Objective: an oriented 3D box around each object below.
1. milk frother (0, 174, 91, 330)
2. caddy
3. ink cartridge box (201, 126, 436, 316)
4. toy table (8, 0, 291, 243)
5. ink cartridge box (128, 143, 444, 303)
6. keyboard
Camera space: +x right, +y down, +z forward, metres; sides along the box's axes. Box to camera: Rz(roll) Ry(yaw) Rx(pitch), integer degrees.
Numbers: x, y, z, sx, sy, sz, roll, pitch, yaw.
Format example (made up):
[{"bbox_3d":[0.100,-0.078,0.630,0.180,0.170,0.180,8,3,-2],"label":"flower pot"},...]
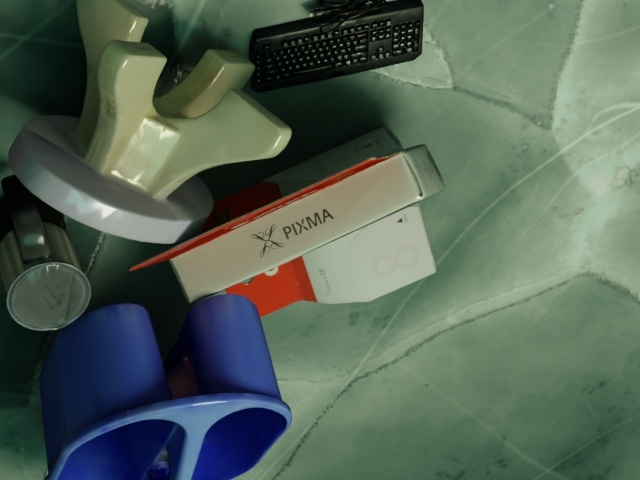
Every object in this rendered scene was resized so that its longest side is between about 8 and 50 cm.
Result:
[{"bbox_3d":[-0.320,0.019,1.553,0.143,0.135,0.129,-30,130,0],"label":"milk frother"},{"bbox_3d":[-0.170,0.194,1.645,0.241,0.179,0.341,-5,156,-21],"label":"caddy"},{"bbox_3d":[0.000,0.000,1.733,0.232,0.066,0.189,-26,130,-9],"label":"ink cartridge box"},{"bbox_3d":[-0.163,-0.113,1.475,0.252,0.274,0.161,35,106,5],"label":"toy table"},{"bbox_3d":[-0.026,-0.013,1.560,0.275,0.239,0.060,-24,90,16],"label":"ink cartridge box"},{"bbox_3d":[0.020,-0.205,1.603,0.192,0.038,0.100,-15,128,-15],"label":"keyboard"}]
